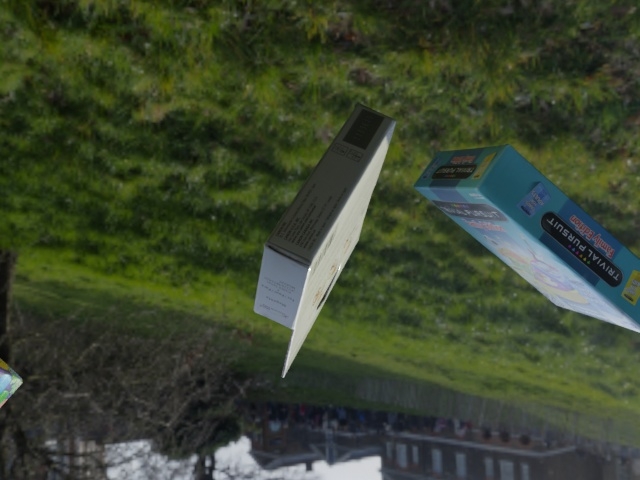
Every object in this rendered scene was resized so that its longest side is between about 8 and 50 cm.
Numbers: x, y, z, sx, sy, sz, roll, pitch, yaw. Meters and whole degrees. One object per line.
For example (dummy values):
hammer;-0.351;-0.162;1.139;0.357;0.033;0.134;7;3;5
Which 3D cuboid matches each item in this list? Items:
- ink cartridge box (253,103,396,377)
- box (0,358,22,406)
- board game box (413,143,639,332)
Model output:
ink cartridge box;0.000;0.000;0.939;0.060;0.275;0.239;25;140;7
box;-0.487;0.164;0.694;0.177;0.279;0.290;36;164;12
board game box;0.325;-0.006;1.124;0.336;0.079;0.254;37;176;-12
